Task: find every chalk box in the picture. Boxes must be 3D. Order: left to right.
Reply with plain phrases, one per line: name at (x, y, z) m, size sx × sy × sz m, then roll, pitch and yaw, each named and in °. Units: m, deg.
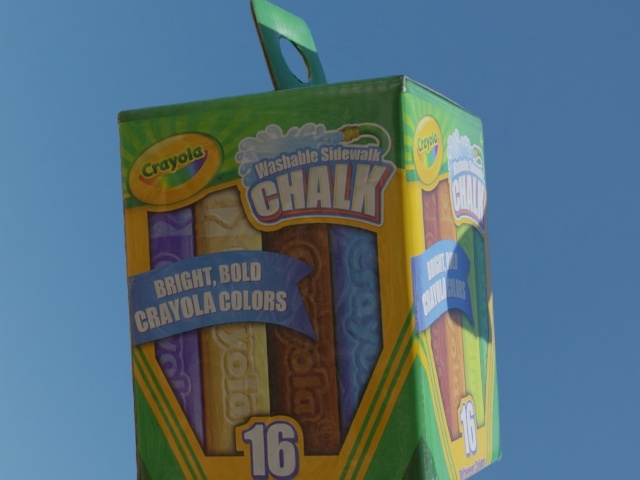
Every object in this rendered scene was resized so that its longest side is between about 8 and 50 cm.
chalk box at (0.000, 0.000, 0.734) m, size 0.179 × 0.180 × 0.289 m, roll -3°, pitch -92°, yaw 22°
